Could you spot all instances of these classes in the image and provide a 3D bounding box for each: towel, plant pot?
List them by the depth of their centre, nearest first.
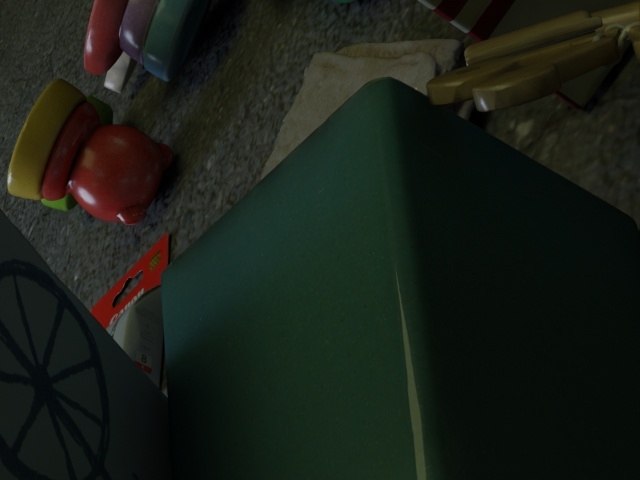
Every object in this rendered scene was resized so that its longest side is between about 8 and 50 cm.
[{"bbox_3d":[0.042,0.094,0.436,0.165,0.166,0.234,-40,39,36],"label":"plant pot"},{"bbox_3d":[0.000,0.000,0.700,0.187,0.049,0.282,17,82,63],"label":"towel"}]

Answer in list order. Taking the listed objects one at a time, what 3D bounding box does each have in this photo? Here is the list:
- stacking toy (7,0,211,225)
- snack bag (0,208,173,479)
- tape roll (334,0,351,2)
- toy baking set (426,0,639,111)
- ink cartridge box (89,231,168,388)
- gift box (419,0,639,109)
[{"bbox_3d":[-0.189,-0.144,1.123,0.279,0.130,0.309,123,170,-76],"label":"stacking toy"},{"bbox_3d":[-0.073,0.182,0.390,0.037,0.342,0.323,-20,41,16],"label":"snack bag"},{"bbox_3d":[0.027,-0.351,0.829,0.321,0.077,0.321,-168,90,-71],"label":"tape roll"},{"bbox_3d":[0.158,-0.081,0.401,0.256,0.030,0.197,-9,16,34],"label":"toy baking set"},{"bbox_3d":[-0.190,0.088,0.943,0.145,0.045,0.179,-42,38,33],"label":"ink cartridge box"},{"bbox_3d":[0.084,-0.261,0.555,0.258,0.276,0.255,-54,35,13],"label":"gift box"}]
